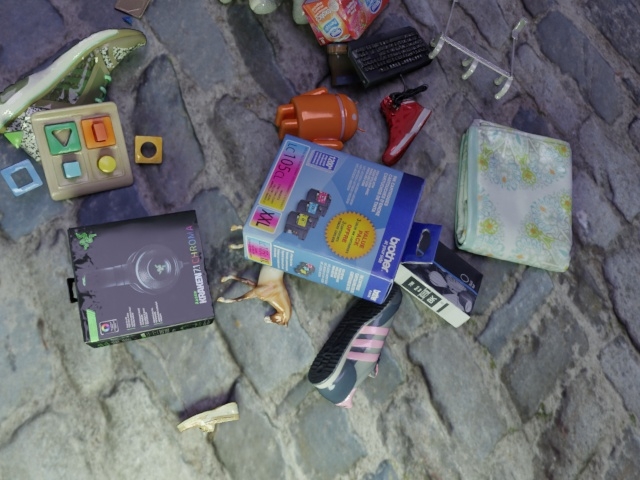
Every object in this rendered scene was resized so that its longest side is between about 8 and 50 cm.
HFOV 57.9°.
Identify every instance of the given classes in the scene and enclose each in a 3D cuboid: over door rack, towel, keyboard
[{"bbox_3d":[0.446,-0.563,1.646,0.239,0.108,0.324,28,57,-7],"label":"over door rack"},{"bbox_3d":[0.525,-0.124,1.552,0.320,0.090,0.375,11,74,-10],"label":"towel"},{"bbox_3d":[0.207,-0.459,1.526,0.317,0.033,0.202,-32,96,-41],"label":"keyboard"}]

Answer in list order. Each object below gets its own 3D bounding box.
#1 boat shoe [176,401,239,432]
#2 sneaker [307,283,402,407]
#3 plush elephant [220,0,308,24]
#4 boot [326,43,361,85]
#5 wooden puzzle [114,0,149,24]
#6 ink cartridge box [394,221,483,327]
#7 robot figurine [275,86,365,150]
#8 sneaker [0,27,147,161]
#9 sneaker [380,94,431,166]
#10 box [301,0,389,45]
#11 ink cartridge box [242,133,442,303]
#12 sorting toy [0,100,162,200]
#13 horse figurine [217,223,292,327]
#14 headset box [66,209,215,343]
[{"bbox_3d":[-0.239,0.389,1.248,0.135,0.050,0.045,-17,75,-17],"label":"boat shoe"},{"bbox_3d":[0.104,0.245,1.359,0.319,0.112,0.131,-48,115,-22],"label":"sneaker"},{"bbox_3d":[-0.185,-0.709,1.458,0.272,0.255,0.330,-37,127,-57],"label":"plush elephant"},{"bbox_3d":[0.113,-0.470,1.561,0.219,0.082,0.106,-6,104,-27],"label":"boot"},{"bbox_3d":[-0.475,-0.601,1.466,0.078,0.014,0.116,27,71,-1],"label":"wooden puzzle"},{"bbox_3d":[0.239,0.051,1.418,0.332,0.065,0.165,36,46,-3],"label":"ink cartridge box"},{"bbox_3d":[0.000,-0.303,1.446,0.219,0.158,0.128,-7,120,-15],"label":"robot figurine"},{"bbox_3d":[-0.549,-0.331,1.332,0.410,0.158,0.182,-42,109,-17],"label":"sneaker"},{"bbox_3d":[0.189,-0.297,1.527,0.128,0.087,0.221,35,58,6],"label":"sneaker"},{"bbox_3d":[0.083,-0.638,1.514,0.257,0.128,0.123,-56,133,-29],"label":"box"},{"bbox_3d":[0.060,-0.039,1.282,0.395,0.151,0.270,19,66,3],"label":"ink cartridge box"},{"bbox_3d":[-0.517,-0.197,1.275,0.347,0.047,0.196,-16,110,-26],"label":"sorting toy"},{"bbox_3d":[-0.136,0.060,1.352,0.174,0.066,0.263,10,76,-5],"label":"horse figurine"},{"bbox_3d":[-0.391,0.083,1.247,0.282,0.131,0.247,-9,78,-15],"label":"headset box"}]
